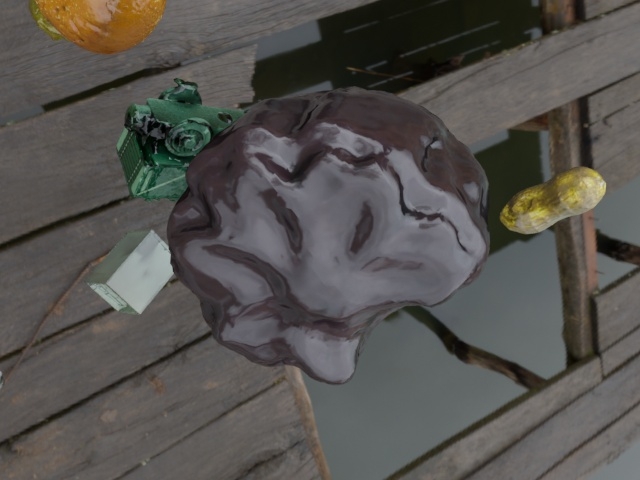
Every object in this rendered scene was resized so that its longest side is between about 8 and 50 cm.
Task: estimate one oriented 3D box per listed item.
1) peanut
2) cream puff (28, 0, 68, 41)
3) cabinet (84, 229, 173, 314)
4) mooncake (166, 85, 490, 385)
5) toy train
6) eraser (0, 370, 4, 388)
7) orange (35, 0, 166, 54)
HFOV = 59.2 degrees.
[{"bbox_3d":[0.424,-0.070,1.039,0.087,0.207,0.087,13,65,-29],"label":"peanut"},{"bbox_3d":[-0.530,-0.509,1.205,0.195,0.194,0.220,-27,139,-20],"label":"cream puff"},{"bbox_3d":[-0.551,0.092,1.664,0.145,0.150,0.206,54,54,-31],"label":"cabinet"},{"bbox_3d":[0.000,0.000,0.702,0.351,0.212,0.381,30,124,-6],"label":"mooncake"},{"bbox_3d":[-0.156,-0.132,0.815,0.270,0.115,0.154,-2,142,-41],"label":"toy train"},{"bbox_3d":[-0.643,0.158,0.832,0.155,0.333,0.101,80,33,-61],"label":"eraser"},{"bbox_3d":[-0.321,-0.373,0.831,0.161,0.194,0.193,-48,128,-48],"label":"orange"}]
